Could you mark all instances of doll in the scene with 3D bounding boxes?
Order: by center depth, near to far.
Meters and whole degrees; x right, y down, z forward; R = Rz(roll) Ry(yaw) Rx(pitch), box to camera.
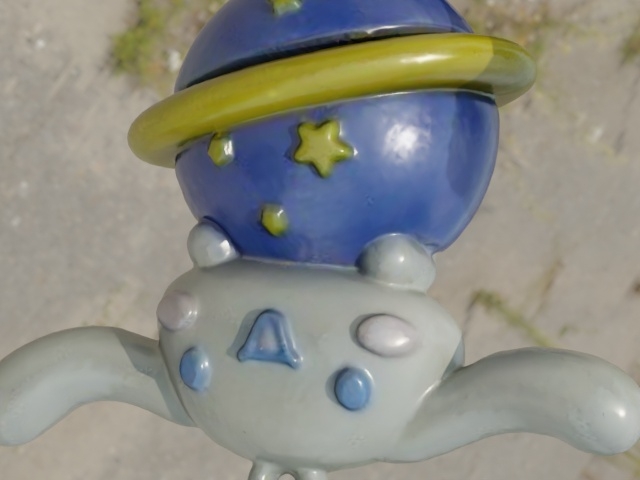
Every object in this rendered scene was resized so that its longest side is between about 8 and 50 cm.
[{"bbox_3d":[-0.022,0.002,0.807,0.311,0.243,0.159,-16,-176,16],"label":"doll"}]
